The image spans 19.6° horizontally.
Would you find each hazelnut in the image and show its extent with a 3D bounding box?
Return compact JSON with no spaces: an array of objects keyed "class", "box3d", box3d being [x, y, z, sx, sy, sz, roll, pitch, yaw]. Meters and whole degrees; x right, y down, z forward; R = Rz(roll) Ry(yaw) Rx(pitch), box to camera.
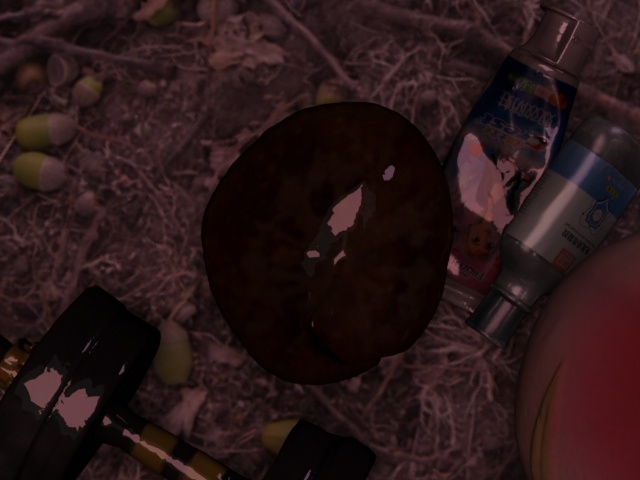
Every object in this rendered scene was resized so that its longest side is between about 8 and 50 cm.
[{"class":"hazelnut","box3d":[0.000,0.000,1.503,0.218,0.218,0.234,10,96,3]}]

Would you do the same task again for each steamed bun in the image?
[{"class":"steamed bun","box3d":[0.297,0.131,1.448,0.309,0.309,0.309,0,88,2]}]

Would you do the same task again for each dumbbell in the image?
[{"class":"dumbbell","box3d":[-0.117,0.181,1.516,0.388,0.185,0.185,31,89,2]}]

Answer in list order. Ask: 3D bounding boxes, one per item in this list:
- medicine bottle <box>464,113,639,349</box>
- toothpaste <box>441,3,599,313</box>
[{"class":"medicine bottle","box3d":[0.197,-0.004,1.558,0.054,0.090,0.208,34,90,43]},{"class":"toothpaste","box3d":[0.156,-0.071,1.582,0.096,0.061,0.266,26,95,3]}]
